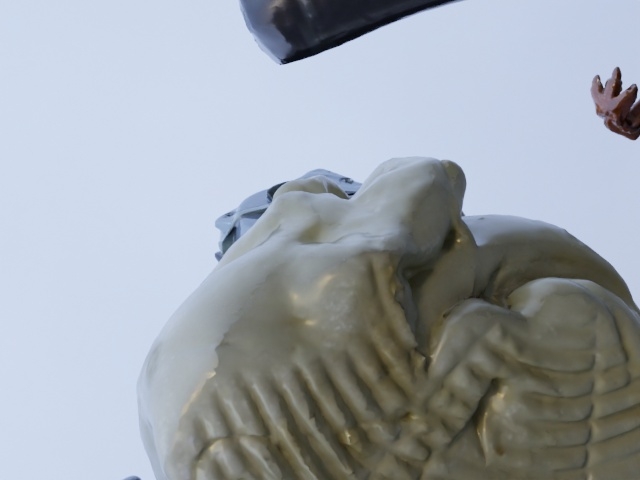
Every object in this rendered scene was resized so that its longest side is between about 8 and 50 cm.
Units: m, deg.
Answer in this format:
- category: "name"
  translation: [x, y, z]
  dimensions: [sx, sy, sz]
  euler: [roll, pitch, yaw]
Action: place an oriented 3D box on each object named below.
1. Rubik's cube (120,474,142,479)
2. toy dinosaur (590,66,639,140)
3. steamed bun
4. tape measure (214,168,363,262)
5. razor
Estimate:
- category: "Rubik's cube"
  translation: [-0.270, 0.470, 1.747]
  dimensions: [0.301, 0.304, 0.305]
  euler: [-44, -11, 29]
- category: "toy dinosaur"
  translation: [0.341, -0.101, 1.522]
  dimensions: [0.208, 0.097, 0.432]
  euler: [13, -77, -37]
- category: "steamed bun"
  translation: [0.040, 0.082, 0.967]
  dimensions: [0.289, 0.203, 0.276]
  euler: [-33, -63, -13]
- category: "tape measure"
  translation: [0.003, 0.001, 1.613]
  dimensions: [0.182, 0.181, 0.107]
  euler: [-22, -62, -47]
- category: "razor"
  translation: [0.040, -0.121, 0.717]
  dimensions: [0.090, 0.148, 0.054]
  euler: [-87, -20, -62]
